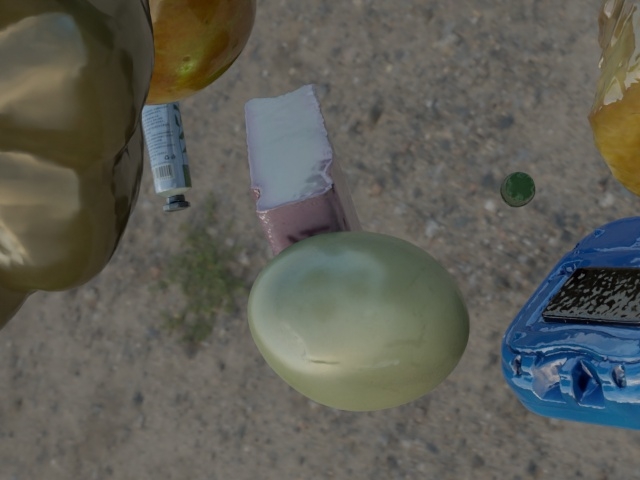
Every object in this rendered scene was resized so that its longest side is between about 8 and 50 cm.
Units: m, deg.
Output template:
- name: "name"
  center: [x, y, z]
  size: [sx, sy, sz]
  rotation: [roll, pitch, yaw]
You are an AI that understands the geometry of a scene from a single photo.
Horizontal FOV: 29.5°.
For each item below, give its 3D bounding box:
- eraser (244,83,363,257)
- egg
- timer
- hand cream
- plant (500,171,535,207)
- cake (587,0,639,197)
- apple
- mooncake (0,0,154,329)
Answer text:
- name: "eraser"
  center: [0.000, 0.000, 1.722]
  size: [0.122, 0.359, 0.272]
  rotation: [-16, 39, 3]
- name: "egg"
  center: [0.046, 0.097, 1.467]
  size: [0.269, 0.219, 0.219]
  rotation: [4, 70, 1]
- name: "timer"
  center: [0.394, 0.091, 1.503]
  size: [0.309, 0.115, 0.340]
  rotation: [-49, 24, -24]
- name: "hand cream"
  center: [-0.251, -0.182, 1.933]
  size: [0.091, 0.058, 0.271]
  rotation: [-14, 85, 37]
- name: "plant"
  center: [0.276, -0.070, 1.704]
  size: [0.051, 0.102, 0.051]
  rotation: [0, 88, 5]
- name: "cake"
  center: [0.417, -0.211, 1.117]
  size: [0.332, 0.332, 0.321]
  rotation: [-12, 56, 42]
- name: "apple"
  center: [-0.177, -0.256, 1.248]
  size: [0.237, 0.207, 0.237]
  rotation: [19, 119, 38]
- name: "mooncake"
  center: [-0.293, -0.097, 0.810]
  size: [0.378, 0.378, 0.201]
  rotation: [-50, 24, 18]
